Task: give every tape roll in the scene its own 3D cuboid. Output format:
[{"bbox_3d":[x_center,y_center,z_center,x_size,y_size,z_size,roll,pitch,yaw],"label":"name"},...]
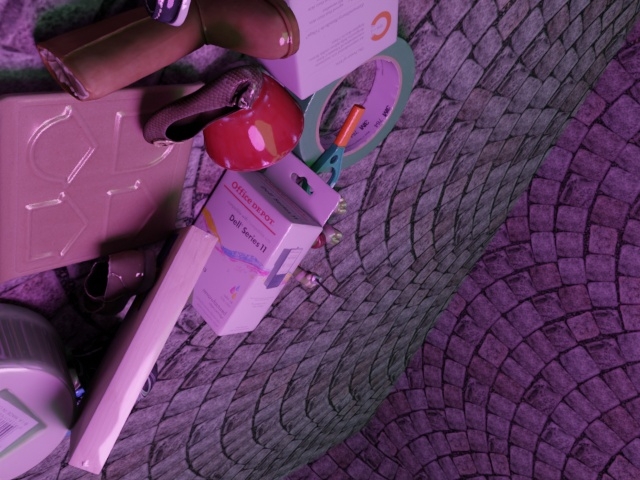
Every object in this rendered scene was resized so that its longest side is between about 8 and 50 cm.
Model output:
[{"bbox_3d":[0.059,-0.294,1.252,0.321,0.077,0.321,-33,150,-22],"label":"tape roll"}]

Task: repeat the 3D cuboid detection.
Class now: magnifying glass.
[{"bbox_3d":[0.030,-0.180,1.255,0.092,0.026,0.230,-9,134,-49],"label":"magnifying glass"}]

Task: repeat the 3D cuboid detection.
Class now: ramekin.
[{"bbox_3d":[-0.563,0.269,0.995,0.304,0.148,0.303,-22,132,-28],"label":"ramekin"}]

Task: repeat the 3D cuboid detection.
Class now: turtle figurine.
[{"bbox_3d":[0.000,0.000,1.394,0.275,0.197,0.266,-13,-166,34],"label":"turtle figurine"}]

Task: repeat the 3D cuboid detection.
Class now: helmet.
[{"bbox_3d":[-0.420,0.270,1.246,0.169,0.169,0.161,-31,107,-26],"label":"helmet"}]

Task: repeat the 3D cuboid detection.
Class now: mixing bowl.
[{"bbox_3d":[-0.126,-0.215,0.992,0.181,0.181,0.098,-41,150,-10],"label":"mixing bowl"}]

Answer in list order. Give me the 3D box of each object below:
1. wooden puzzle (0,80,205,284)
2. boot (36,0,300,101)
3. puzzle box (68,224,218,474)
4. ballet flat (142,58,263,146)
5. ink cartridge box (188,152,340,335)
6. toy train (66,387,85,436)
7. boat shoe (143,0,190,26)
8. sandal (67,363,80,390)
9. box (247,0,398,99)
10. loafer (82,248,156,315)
[{"bbox_3d":[-0.357,-0.104,0.942,0.348,0.080,0.322,-23,145,-45],"label":"wooden puzzle"},{"bbox_3d":[-0.196,-0.253,0.793,0.270,0.236,0.089,-35,137,-27],"label":"boot"},{"bbox_3d":[-0.316,0.165,1.051,0.408,0.052,0.272,-64,-162,-10],"label":"puzzle box"},{"bbox_3d":[-0.167,-0.175,0.839,0.250,0.058,0.084,-19,179,39],"label":"ballet flat"},{"bbox_3d":[-0.142,-0.008,1.214,0.353,0.207,0.119,-56,152,16],"label":"ink cartridge box"},{"bbox_3d":[-0.569,0.391,1.306,0.184,0.080,0.105,-19,152,-44],"label":"toy train"},{"bbox_3d":[-0.204,-0.399,0.670,0.091,0.114,0.302,-15,113,-34],"label":"boat shoe"},{"bbox_3d":[-0.558,0.296,1.183,0.219,0.060,0.089,10,102,-58],"label":"sandal"},{"bbox_3d":[-0.012,-0.424,0.882,0.215,0.168,0.345,-36,150,-19],"label":"box"},{"bbox_3d":[-0.377,0.069,1.063,0.088,0.094,0.251,11,152,-37],"label":"loafer"}]
